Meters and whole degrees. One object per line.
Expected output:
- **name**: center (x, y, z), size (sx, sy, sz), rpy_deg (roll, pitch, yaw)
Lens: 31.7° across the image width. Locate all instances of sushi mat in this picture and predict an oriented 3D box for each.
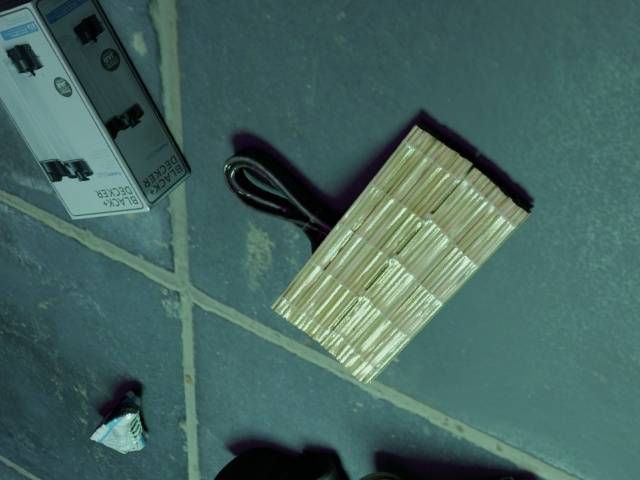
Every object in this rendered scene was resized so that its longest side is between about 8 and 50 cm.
- **sushi mat**: center (0.080, 0.023, 1.250), size (0.151, 0.019, 0.316), rpy_deg (41, 124, 4)

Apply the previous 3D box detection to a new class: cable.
- **cable**: center (0.000, 0.000, 1.318), size (0.287, 0.072, 0.139), rpy_deg (46, 138, -6)

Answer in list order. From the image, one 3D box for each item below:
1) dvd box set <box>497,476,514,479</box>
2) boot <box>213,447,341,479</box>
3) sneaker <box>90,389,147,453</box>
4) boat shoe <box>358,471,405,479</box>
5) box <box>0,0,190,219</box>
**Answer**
- **dvd box set**: center (0.209, 0.545, 1.522), size (0.307, 0.062, 0.420), rpy_deg (-26, 111, 8)
- **boot**: center (-0.027, 0.433, 1.722), size (0.263, 0.091, 0.229), rpy_deg (-6, 120, 40)
- **sneaker**: center (-0.318, 0.310, 1.876), size (0.083, 0.071, 0.191), rpy_deg (37, 149, -4)
- **boat shoe**: center (0.121, 0.466, 1.577), size (0.113, 0.103, 0.302), rpy_deg (-17, 112, 6)
- **box**: center (-0.304, -0.171, 1.400), size (0.169, 0.087, 0.290), rpy_deg (-3, 124, 41)
